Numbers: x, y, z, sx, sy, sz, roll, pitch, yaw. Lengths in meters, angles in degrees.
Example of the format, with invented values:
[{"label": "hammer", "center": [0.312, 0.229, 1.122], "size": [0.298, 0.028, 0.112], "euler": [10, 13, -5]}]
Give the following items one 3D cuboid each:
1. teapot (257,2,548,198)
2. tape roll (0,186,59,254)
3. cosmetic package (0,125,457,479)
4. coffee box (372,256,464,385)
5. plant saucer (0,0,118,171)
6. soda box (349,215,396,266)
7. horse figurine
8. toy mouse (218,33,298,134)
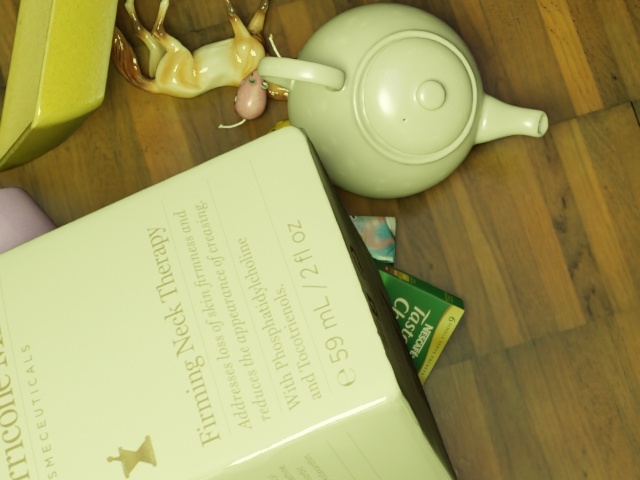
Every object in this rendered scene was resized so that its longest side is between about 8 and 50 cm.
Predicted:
[{"label": "teapot", "center": [0.087, -0.166, 1.573], "size": [0.256, 0.187, 0.252], "euler": [-36, 103, -13]}, {"label": "tape roll", "center": [-0.411, 0.063, 1.520], "size": [0.275, 0.275, 0.090], "euler": [-42, 84, -6]}, {"label": "cosmetic package", "center": [-0.108, 0.160, 1.368], "size": [0.393, 0.327, 0.329], "euler": [-24, 56, 4]}, {"label": "coffee box", "center": [0.067, 0.085, 1.602], "size": [0.184, 0.040, 0.113], "euler": [27, 106, -7]}, {"label": "plant saucer", "center": [-0.297, -0.255, 1.567], "size": [0.081, 0.332, 0.333], "euler": [10, 80, -20]}, {"label": "soda box", "center": [0.000, 0.000, 1.639], "size": [0.183, 0.063, 0.058], "euler": [1, 83, 0]}, {"label": "horse figurine", "center": [-0.143, -0.240, 1.667], "size": [0.263, 0.066, 0.175], "euler": [-13, 103, -11]}, {"label": "toy mouse", "center": [-0.048, -0.181, 1.648], "size": [0.161, 0.031, 0.143], "euler": [-7, 101, -12]}]
